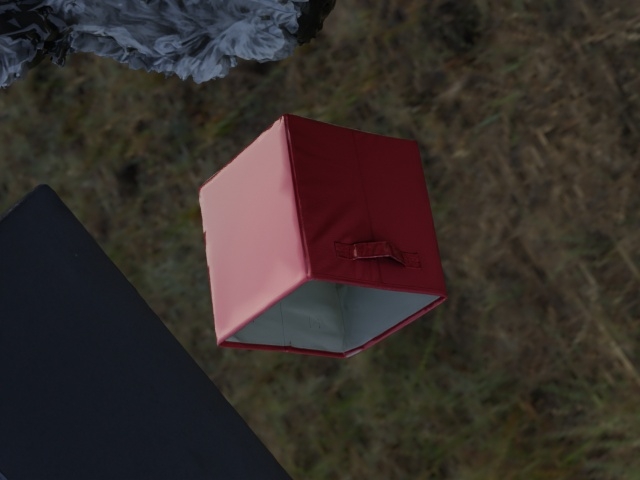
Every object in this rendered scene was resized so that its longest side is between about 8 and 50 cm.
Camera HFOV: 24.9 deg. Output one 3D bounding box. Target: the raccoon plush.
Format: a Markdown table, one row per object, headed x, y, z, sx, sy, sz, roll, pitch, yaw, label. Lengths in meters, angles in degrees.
| x | y | z | sx | sy | sz | roll | pitch | yaw | label |
| --- | --- | --- | --- | --- | --- | --- | --- | --- | --- |
| -0.161 | -0.283 | 1.047 | 0.216 | 0.446 | 0.299 | 80 | -173 | -46 | raccoon plush |

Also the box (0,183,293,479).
| x | y | z | sx | sy | sz | roll | pitch | yaw | label |
| --- | --- | --- | --- | --- | --- | --- | --- | --- | --- |
| -0.184 | 0.204 | 0.828 | 0.312 | 0.179 | 0.343 | -32 | 103 | 30 | box |

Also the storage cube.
| x | y | z | sx | sy | sz | roll | pitch | yaw | label |
| --- | --- | --- | --- | --- | --- | --- | --- | --- | --- |
| 0.000 | 0.000 | 1.565 | 0.215 | 0.183 | 0.193 | -37 | 53 | 46 | storage cube |
